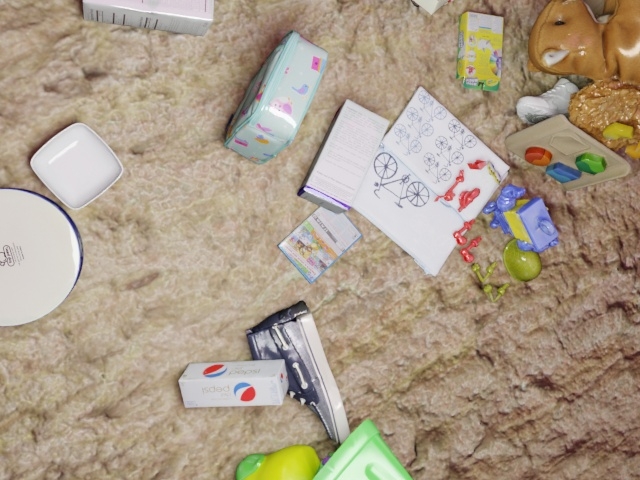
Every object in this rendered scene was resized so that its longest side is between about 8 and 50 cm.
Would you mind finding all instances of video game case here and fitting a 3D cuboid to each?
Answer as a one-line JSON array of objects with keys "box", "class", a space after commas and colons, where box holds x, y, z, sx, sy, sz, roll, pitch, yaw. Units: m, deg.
[{"box": [0.000, 0.000, 1.515, 0.166, 0.015, 0.119, -43, 105, -11], "class": "video game case"}]

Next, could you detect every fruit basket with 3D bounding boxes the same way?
[{"box": [0.016, 0.530, 1.422, 0.283, 0.392, 0.392, -44, 105, -20], "class": "fruit basket"}]

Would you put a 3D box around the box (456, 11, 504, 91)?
[{"box": [0.385, -0.452, 1.601, 0.105, 0.043, 0.179, 2, 90, -18], "class": "box"}]

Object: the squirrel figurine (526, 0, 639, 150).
[{"box": [0.654, -0.382, 1.468, 0.371, 0.281, 0.396, -4, 105, 4], "class": "squirrel figurine"}]

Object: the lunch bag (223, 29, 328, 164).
[{"box": [-0.094, -0.285, 1.336, 0.108, 0.279, 0.224, 25, 74, -18], "class": "lunch bag"}]

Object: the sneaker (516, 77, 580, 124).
[{"box": [0.583, -0.349, 1.655, 0.232, 0.090, 0.115, 2, 85, -26], "class": "sneaker"}]

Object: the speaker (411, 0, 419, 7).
[{"box": [0.279, -0.593, 1.552, 0.136, 0.055, 0.055, -25, 100, -15], "class": "speaker"}]

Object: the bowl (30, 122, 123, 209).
[{"box": [-0.486, -0.149, 1.332, 0.142, 0.053, 0.142, -42, 104, -11], "class": "bowl"}]

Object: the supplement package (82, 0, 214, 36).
[{"box": [-0.341, -0.503, 1.317, 0.244, 0.134, 0.138, 3, 92, -18], "class": "supplement package"}]

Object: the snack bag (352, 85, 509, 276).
[{"box": [0.253, -0.136, 1.578, 0.323, 0.037, 0.342, 40, 81, -16], "class": "snack bag"}]

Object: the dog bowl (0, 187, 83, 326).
[{"box": [-0.599, 0.030, 1.279, 0.265, 0.104, 0.264, -1, 93, -18], "class": "dog bowl"}]

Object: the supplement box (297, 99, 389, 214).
[{"box": [0.049, -0.180, 1.461, 0.114, 0.111, 0.220, 25, 84, -8], "class": "supplement box"}]

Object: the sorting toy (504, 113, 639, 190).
[{"box": [0.603, -0.204, 1.545, 0.229, 0.307, 0.041, 32, 72, -16], "class": "sorting toy"}]

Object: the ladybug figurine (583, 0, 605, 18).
[{"box": [0.848, -0.535, 1.681, 0.450, 0.162, 0.304, 8, 90, -18], "class": "ladybug figurine"}]

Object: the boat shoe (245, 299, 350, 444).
[{"box": [-0.051, 0.313, 1.474, 0.158, 0.127, 0.340, -19, 95, -4], "class": "boat shoe"}]

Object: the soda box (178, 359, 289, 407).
[{"box": [-0.180, 0.300, 1.389, 0.216, 0.074, 0.069, -4, 111, 11], "class": "soda box"}]

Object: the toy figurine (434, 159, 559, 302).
[{"box": [0.455, -0.007, 1.532, 0.191, 0.217, 0.362, -37, 111, -16], "class": "toy figurine"}]

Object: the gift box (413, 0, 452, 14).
[{"box": [0.264, -0.664, 1.411, 0.276, 0.258, 0.255, -38, 77, -27], "class": "gift box"}]
